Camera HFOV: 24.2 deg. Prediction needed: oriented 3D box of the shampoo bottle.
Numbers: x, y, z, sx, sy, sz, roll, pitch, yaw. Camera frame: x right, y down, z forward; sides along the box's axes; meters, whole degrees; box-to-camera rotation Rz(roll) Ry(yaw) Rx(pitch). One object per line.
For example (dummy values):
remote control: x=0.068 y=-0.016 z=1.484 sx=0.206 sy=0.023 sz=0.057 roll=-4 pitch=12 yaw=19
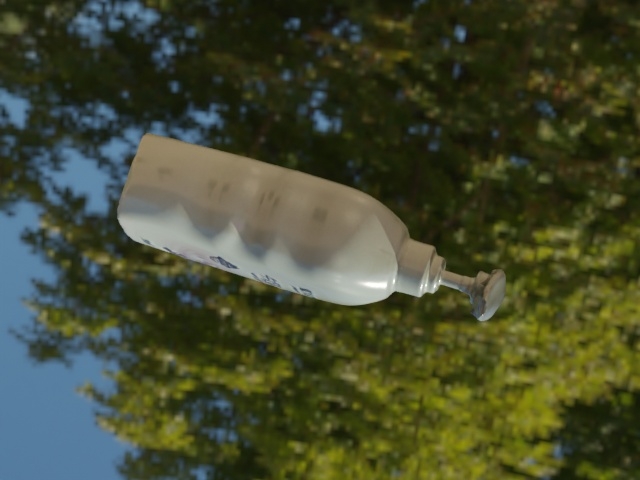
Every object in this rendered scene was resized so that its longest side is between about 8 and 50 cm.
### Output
shampoo bottle: x=0.000 y=0.000 z=0.592 sx=0.151 sy=0.045 sz=0.077 roll=15 pitch=169 yaw=8
